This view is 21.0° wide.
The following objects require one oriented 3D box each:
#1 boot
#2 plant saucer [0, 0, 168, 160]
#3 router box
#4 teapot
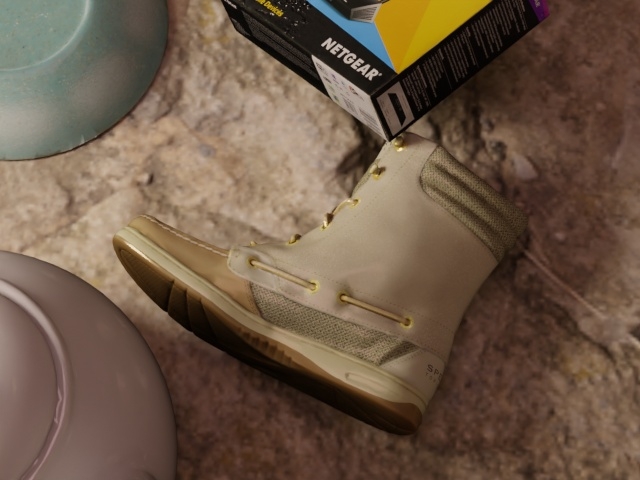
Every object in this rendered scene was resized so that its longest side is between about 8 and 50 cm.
[{"bbox_3d":[0.000,0.000,1.039,0.213,0.077,0.165,28,72,10],"label":"boot"},{"bbox_3d":[-0.199,-0.147,1.142,0.195,0.037,0.195,-1,66,3],"label":"plant saucer"},{"bbox_3d":[0.035,-0.151,1.085,0.133,0.046,0.179,-39,46,-12],"label":"router box"},{"bbox_3d":[-0.207,0.101,0.952,0.256,0.187,0.252,-16,66,-1],"label":"teapot"}]
